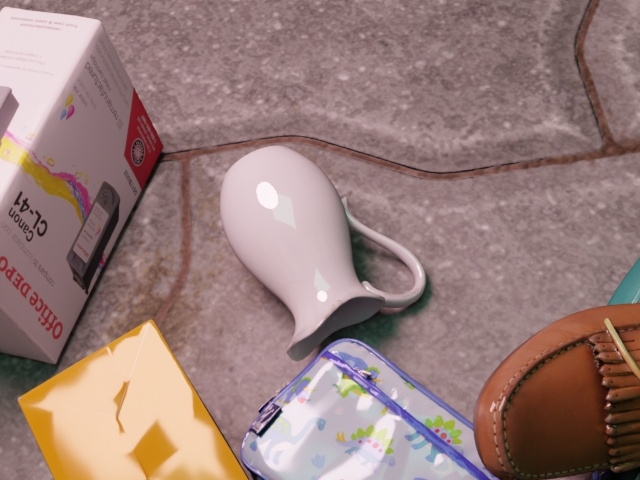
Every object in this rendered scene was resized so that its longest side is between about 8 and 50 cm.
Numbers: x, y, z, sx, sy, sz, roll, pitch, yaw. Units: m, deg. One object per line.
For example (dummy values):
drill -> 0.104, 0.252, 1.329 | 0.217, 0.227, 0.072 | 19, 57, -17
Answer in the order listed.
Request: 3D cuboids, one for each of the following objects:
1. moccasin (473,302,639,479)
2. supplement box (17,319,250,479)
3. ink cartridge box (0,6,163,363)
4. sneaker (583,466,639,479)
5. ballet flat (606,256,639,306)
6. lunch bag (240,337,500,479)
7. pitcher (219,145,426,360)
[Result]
moccasin -> 0.303, 0.123, 0.773 | 0.380, 0.147, 0.139 | -4, 94, -20
supplement box -> -0.134, 0.213, 0.809 | 0.129, 0.194, 0.191 | -31, 59, -11
ink cartridge box -> -0.307, -0.056, 0.987 | 0.131, 0.226, 0.306 | 10, 61, 16
sneaker -> 0.241, 0.282, 0.792 | 0.081, 0.080, 0.211 | 32, 62, -5
ballet flat -> 0.291, 0.107, 0.891 | 0.086, 0.086, 0.248 | 33, 70, 25
lunch bag -> 0.049, 0.204, 0.853 | 0.219, 0.090, 0.176 | 38, 67, 26
pitcher -> 0.000, 0.000, 0.980 | 0.178, 0.125, 0.207 | -17, 66, -27
